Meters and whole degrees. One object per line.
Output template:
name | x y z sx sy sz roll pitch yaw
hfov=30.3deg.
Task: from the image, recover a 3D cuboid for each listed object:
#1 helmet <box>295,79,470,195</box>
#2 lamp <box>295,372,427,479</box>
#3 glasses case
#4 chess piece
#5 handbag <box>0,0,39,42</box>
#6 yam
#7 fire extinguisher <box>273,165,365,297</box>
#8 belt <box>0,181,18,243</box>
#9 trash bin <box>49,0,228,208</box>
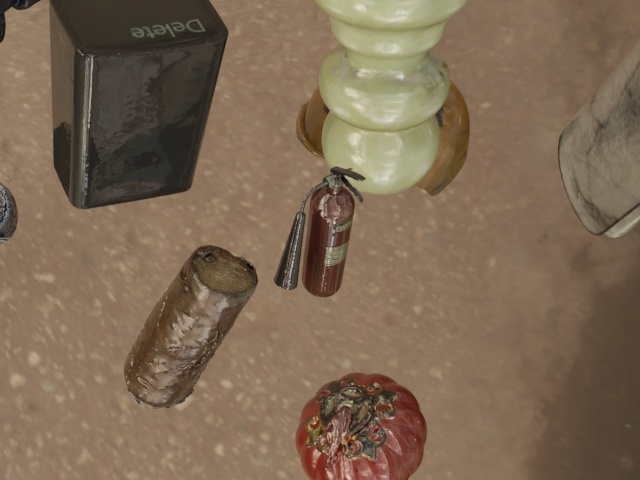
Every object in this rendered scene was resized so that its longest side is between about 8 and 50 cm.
helmet | 0.092 -0.166 1.507 0.224 0.198 0.130 15 131 -8
lamp | 0.067 0.327 1.995 0.226 0.227 0.227 -4 102 -22
glasses case | 0.260 -0.100 0.879 0.060 0.299 0.114 -11 73 -14
chess piece | 0.058 -0.152 1.018 0.144 0.144 0.251 -15 130 -19
handbag | -0.296 -0.325 0.936 0.303 0.121 0.329 -53 142 -43
yam | -0.202 0.129 1.802 0.131 0.131 0.280 15 130 -24
fire extinguisher | -0.004 -0.004 0.639 0.046 0.032 0.100 -11 141 -15
belt | -0.556 -0.056 1.749 0.218 0.128 0.122 12 81 -2
trash bin | -0.206 -0.153 1.290 0.165 0.115 0.226 -12 139 -26
